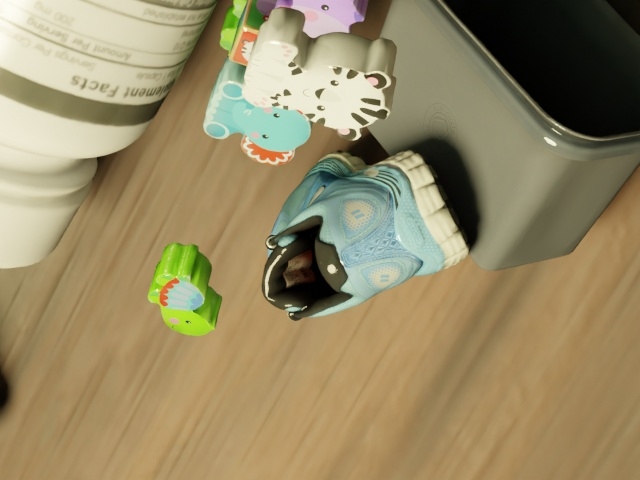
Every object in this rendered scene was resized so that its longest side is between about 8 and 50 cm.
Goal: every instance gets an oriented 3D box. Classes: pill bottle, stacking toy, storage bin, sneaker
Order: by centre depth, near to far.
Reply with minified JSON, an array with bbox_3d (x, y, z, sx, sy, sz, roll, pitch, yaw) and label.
[{"bbox_3d":[-0.010,-0.076,0.724,0.052,0.167,0.221,18,145,-9],"label":"stacking toy"},{"bbox_3d":[0.080,-0.058,0.745,0.135,0.098,0.091,54,136,30],"label":"storage bin"},{"bbox_3d":[0.000,0.000,0.769,0.063,0.073,0.162,64,163,-2],"label":"sneaker"},{"bbox_3d":[-0.120,-0.140,0.809,0.161,0.161,0.283,39,112,21],"label":"pill bottle"}]
